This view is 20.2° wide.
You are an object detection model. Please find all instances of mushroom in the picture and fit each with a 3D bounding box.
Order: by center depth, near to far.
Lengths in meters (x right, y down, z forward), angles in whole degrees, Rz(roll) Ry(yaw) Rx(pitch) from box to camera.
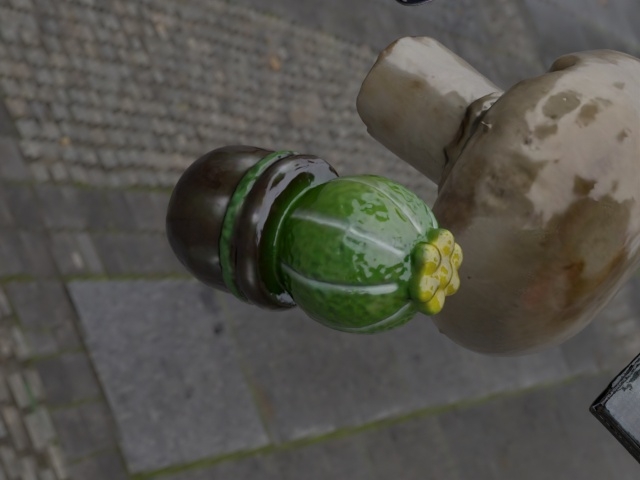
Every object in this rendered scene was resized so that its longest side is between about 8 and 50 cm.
[{"bbox_3d":[0.153,-0.062,1.533,0.290,0.292,0.292,38,13,18],"label":"mushroom"}]

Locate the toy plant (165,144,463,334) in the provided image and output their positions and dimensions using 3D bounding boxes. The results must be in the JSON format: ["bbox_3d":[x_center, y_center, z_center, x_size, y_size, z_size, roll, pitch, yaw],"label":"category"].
[{"bbox_3d":[0.000,0.000,0.977,0.093,0.162,0.092,-28,125,-50],"label":"toy plant"}]

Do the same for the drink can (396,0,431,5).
[{"bbox_3d":[0.046,-0.330,1.669,0.235,0.097,0.097,47,28,-38],"label":"drink can"}]

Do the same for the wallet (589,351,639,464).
[{"bbox_3d":[0.382,0.208,1.515,0.317,0.044,0.169,48,57,4],"label":"wallet"}]
